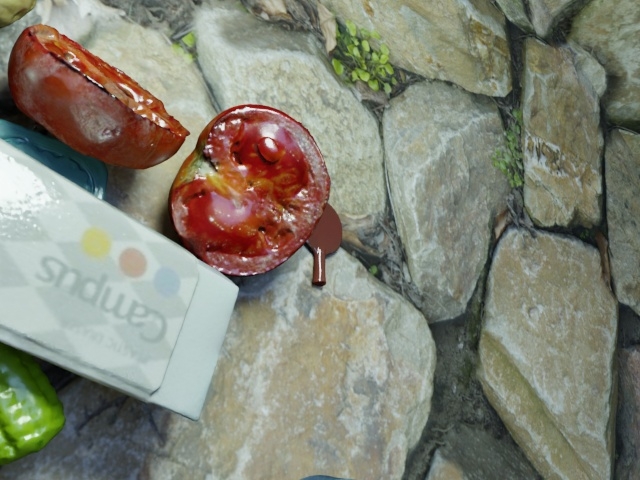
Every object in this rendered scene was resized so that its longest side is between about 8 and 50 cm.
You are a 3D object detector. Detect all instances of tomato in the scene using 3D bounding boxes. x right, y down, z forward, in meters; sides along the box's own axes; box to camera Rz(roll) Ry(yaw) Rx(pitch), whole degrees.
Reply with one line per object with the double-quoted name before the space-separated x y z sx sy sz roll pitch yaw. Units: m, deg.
"tomato" -0.276 -0.159 0.802 0.228 0.228 0.101 28 102 -33
"tomato" -0.105 -0.071 0.944 0.200 0.139 0.233 34 89 -21

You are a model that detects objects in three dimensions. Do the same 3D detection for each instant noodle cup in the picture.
"instant noodle cup" -0.337 -0.032 0.764 0.157 0.070 0.179 20 62 -38

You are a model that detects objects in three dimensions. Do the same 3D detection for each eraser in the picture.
"eraser" -0.273 0.027 0.701 0.396 0.082 0.213 35 55 -32

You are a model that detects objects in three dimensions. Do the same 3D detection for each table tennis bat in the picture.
"table tennis bat" 0.000 0.000 1.097 0.098 0.019 0.155 20 60 -37

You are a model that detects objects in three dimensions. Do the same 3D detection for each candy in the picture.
"candy" -0.346 0.128 0.688 0.096 0.096 0.210 -26 86 -44

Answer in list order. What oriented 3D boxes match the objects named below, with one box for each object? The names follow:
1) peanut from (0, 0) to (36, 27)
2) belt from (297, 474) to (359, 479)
"peanut" -0.464 -0.279 0.667 0.387 0.169 0.192 -25 99 -45
"belt" 0.001 0.400 0.913 0.190 0.082 0.141 -2 80 -44
